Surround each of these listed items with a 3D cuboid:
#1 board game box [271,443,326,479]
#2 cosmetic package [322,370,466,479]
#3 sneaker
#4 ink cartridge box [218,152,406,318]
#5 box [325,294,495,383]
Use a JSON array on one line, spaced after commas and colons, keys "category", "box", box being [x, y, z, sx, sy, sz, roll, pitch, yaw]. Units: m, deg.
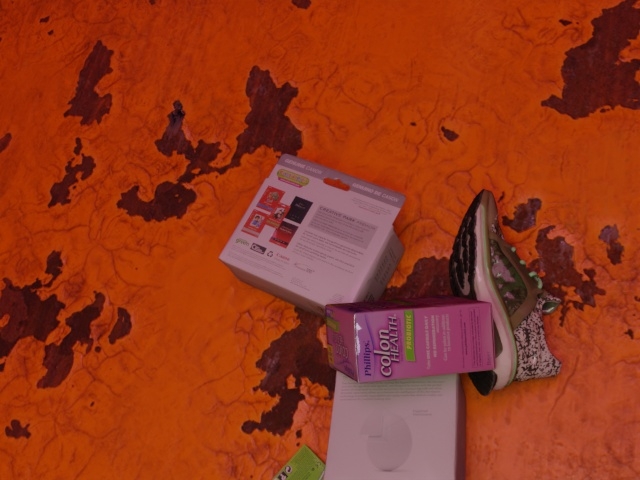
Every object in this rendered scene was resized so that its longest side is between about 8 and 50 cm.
[{"category": "board game box", "box": [0.019, 0.503, 1.521, 0.124, 0.039, 0.259, -47, 59, -7]}, {"category": "cosmetic package", "box": [0.137, 0.352, 1.475, 0.224, 0.138, 0.225, -3, 52, 16]}, {"category": "sneaker", "box": [0.355, 0.094, 1.582, 0.182, 0.158, 0.410, 4, 63, -12]}, {"category": "ink cartridge box", "box": [0.000, 0.000, 1.713, 0.309, 0.130, 0.272, 23, 74, 25]}, {"category": "box", "box": [0.150, 0.167, 1.476, 0.242, 0.213, 0.117, -4, 91, -12]}]
